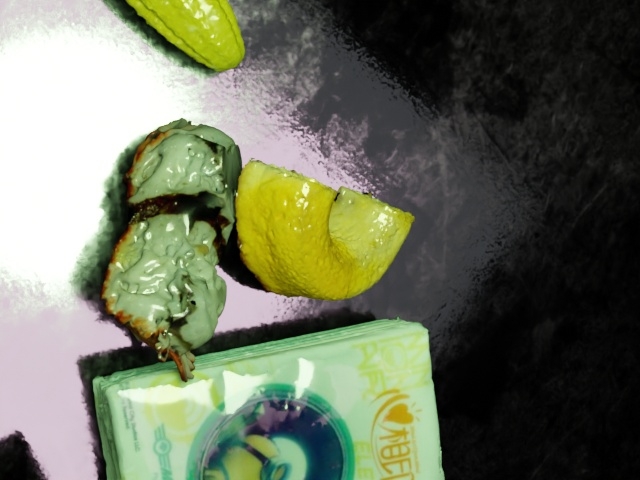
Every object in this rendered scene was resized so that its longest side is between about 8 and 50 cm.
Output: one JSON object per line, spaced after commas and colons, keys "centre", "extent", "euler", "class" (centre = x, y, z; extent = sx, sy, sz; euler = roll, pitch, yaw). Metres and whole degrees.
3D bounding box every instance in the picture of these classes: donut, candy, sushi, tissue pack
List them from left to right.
{"centre": [-0.159, -0.007, 1.321], "extent": [0.130, 0.124, 0.332], "euler": [2, 63, 18], "class": "sushi"}
{"centre": [-0.162, -0.282, 1.387], "extent": [0.106, 0.094, 0.199], "euler": [-34, 109, 21], "class": "candy"}
{"centre": [-0.054, 0.262, 1.399], "extent": [0.388, 0.162, 0.287], "euler": [-9, 97, -17], "class": "tissue pack"}
{"centre": [0.002, 0.005, 1.407], "extent": [0.259, 0.101, 0.152], "euler": [12, 97, -52], "class": "donut"}
